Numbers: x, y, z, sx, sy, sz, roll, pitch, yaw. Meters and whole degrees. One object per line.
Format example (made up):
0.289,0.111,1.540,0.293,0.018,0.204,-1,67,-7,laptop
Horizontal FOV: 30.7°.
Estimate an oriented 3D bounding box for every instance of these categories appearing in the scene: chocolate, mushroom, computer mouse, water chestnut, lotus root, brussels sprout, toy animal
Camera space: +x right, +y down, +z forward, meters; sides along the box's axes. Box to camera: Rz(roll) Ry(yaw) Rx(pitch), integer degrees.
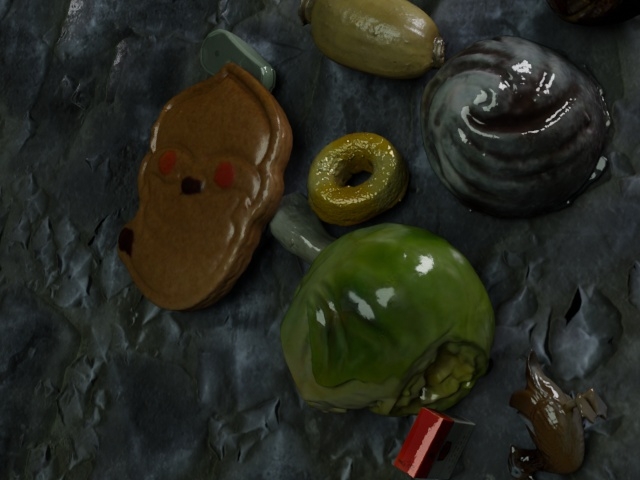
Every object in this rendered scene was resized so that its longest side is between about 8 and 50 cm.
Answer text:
0.280,-0.196,1.812,0.303,0.213,0.303,-7,76,28,chocolate
-0.003,0.002,1.989,0.223,0.092,0.081,38,141,33,mushroom
-0.142,-0.317,2.149,0.181,0.056,0.089,41,117,23,computer mouse
0.439,-0.442,1.805,0.223,0.238,0.224,28,126,46,water chestnut
0.081,-0.361,1.999,0.303,0.131,0.146,27,91,30,lotus root
0.097,0.134,1.795,0.344,0.268,0.344,1,92,18,brussels sprout
0.331,0.266,1.756,0.179,0.089,0.188,-37,69,32,toy animal

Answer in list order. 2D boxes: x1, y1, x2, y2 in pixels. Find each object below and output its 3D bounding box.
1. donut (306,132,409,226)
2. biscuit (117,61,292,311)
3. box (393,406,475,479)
0.056,-0.109,1.963,0.178,0.065,0.162,-33,56,-4,donut
-0.208,-0.094,2.082,0.349,0.078,0.455,18,91,38,biscuit
0.176,0.311,1.781,0.048,0.152,0.100,24,90,26,box
